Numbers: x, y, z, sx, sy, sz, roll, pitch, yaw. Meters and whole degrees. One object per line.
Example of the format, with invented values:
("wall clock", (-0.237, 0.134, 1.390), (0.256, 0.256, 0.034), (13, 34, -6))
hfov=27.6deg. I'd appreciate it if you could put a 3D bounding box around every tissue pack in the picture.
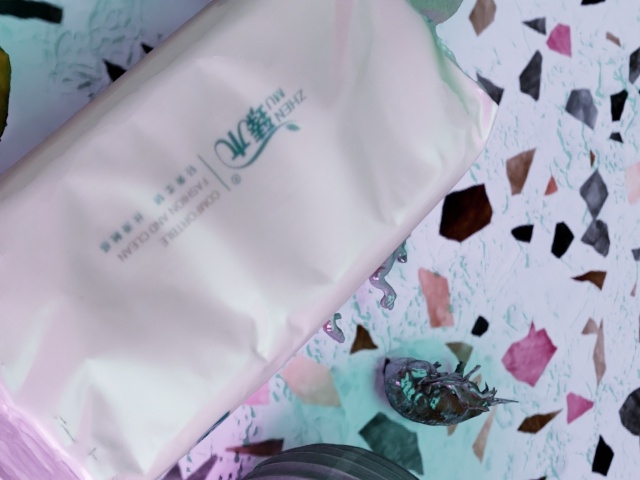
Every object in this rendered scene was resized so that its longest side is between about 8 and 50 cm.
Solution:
("tissue pack", (-0.098, -0.003, 0.894), (0.207, 0.297, 0.380), (47, 68, -4))

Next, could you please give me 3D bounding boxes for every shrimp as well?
("shrimp", (0.126, 0.145, 1.249), (0.165, 0.056, 0.065), (5, 87, -40))

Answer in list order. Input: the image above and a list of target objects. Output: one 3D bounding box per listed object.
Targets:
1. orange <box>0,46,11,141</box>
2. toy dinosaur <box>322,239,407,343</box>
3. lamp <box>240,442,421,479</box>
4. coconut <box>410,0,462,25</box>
("orange", (-0.290, -0.110, 0.868), (0.160, 0.112, 0.170), (-11, 127, -46))
("toy dinosaur", (0.000, 0.000, 1.137), (0.242, 0.053, 0.167), (16, 86, -37))
("lamp", (0.017, 0.299, 1.078), (0.233, 0.233, 0.265), (-37, 136, -27))
("coconut", (0.026, -0.266, 1.007), (0.227, 0.230, 0.227), (-5, 98, -36))
